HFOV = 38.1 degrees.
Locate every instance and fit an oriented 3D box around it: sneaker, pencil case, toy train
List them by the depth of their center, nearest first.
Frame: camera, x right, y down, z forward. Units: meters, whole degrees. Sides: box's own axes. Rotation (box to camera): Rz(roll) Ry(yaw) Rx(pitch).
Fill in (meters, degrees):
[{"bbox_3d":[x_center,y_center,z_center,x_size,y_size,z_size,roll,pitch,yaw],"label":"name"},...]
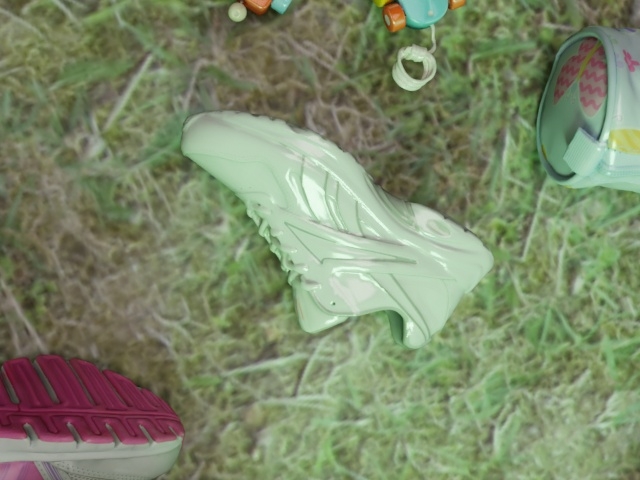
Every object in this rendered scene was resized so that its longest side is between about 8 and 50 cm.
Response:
[{"bbox_3d":[-0.208,0.145,0.560,0.252,0.103,0.111,-3,113,-22],"label":"sneaker"},{"bbox_3d":[0.000,0.000,0.615,0.232,0.090,0.115,30,86,-10],"label":"sneaker"},{"bbox_3d":[0.015,-0.176,0.645,0.166,0.046,0.125,28,84,-8],"label":"toy train"},{"bbox_3d":[0.297,-0.077,0.673,0.273,0.113,0.124,8,65,-12],"label":"pencil case"}]
